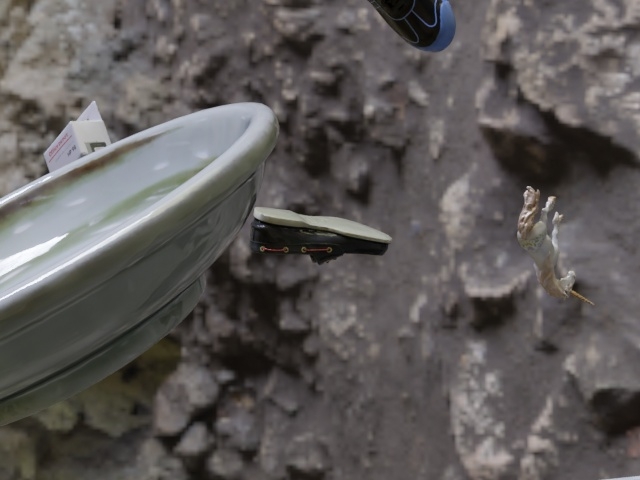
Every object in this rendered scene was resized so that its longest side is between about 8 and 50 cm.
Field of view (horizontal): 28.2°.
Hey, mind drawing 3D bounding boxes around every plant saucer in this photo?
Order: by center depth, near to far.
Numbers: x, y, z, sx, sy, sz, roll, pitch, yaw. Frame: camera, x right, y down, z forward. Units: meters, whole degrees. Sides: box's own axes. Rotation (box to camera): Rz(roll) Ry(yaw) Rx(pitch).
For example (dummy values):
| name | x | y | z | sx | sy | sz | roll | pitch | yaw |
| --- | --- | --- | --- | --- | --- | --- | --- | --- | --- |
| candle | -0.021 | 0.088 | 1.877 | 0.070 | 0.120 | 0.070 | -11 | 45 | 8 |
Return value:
| name | x | y | z | sx | sy | sz | roll | pitch | yaw |
| --- | --- | --- | --- | --- | --- | --- | --- | --- | --- |
| plant saucer | -0.194 | 0.035 | 0.891 | 0.100 | 0.400 | 0.400 | 63 | 173 | -15 |

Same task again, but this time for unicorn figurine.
| name | x | y | z | sx | sy | sz | roll | pitch | yaw |
| --- | --- | --- | --- | --- | --- | --- | --- | --- | --- |
| unicorn figurine | 0.297 | 0.007 | 1.678 | 0.060 | 0.162 | 0.111 | -16 | 50 | 43 |

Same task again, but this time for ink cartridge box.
| name | x | y | z | sx | sy | sz | roll | pitch | yaw |
| --- | --- | --- | --- | --- | --- | --- | --- | --- | --- |
| ink cartridge box | -0.361 | -0.111 | 1.938 | 0.104 | 0.060 | 0.180 | -39 | 67 | 45 |

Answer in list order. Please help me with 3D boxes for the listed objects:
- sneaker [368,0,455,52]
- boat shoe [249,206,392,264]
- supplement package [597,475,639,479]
| name | x | y | z | sx | sy | sz | roll | pitch | yaw |
| --- | --- | --- | --- | --- | --- | --- | --- | --- | --- |
| sneaker | 0.071 | -0.322 | 1.564 | 0.081 | 0.090 | 0.232 | -48 | 68 | 31 |
| boat shoe | 0.000 | 0.000 | 1.167 | 0.049 | 0.133 | 0.042 | -132 | 51 | -70 |
| supplement package | 0.237 | 0.337 | 1.250 | 0.194 | 0.203 | 0.149 | 117 | 146 | -56 |
